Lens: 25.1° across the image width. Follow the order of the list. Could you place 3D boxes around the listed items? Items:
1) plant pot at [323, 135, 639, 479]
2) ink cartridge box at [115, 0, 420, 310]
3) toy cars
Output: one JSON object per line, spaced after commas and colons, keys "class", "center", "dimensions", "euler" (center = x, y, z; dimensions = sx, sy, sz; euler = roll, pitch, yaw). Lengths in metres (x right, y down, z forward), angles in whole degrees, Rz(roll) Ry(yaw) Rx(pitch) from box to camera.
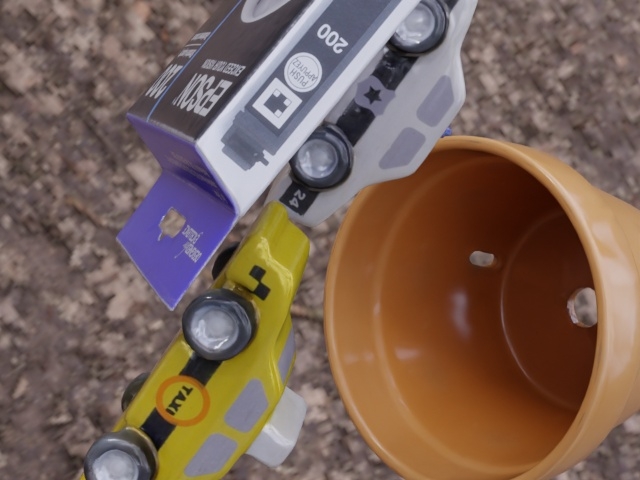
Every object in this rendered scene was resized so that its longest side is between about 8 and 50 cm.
{"class": "plant pot", "center": [0.173, 0.062, 1.216], "dimensions": [0.203, 0.291, 0.291], "euler": [0, 68, -46]}
{"class": "ink cartridge box", "center": [-0.034, -0.076, 0.672], "dimensions": [0.045, 0.206, 0.208], "euler": [39, 87, -16]}
{"class": "toy cars", "center": [0.000, 0.000, 0.797], "dimensions": [0.087, 0.176, 0.393], "euler": [34, 65, -5]}
